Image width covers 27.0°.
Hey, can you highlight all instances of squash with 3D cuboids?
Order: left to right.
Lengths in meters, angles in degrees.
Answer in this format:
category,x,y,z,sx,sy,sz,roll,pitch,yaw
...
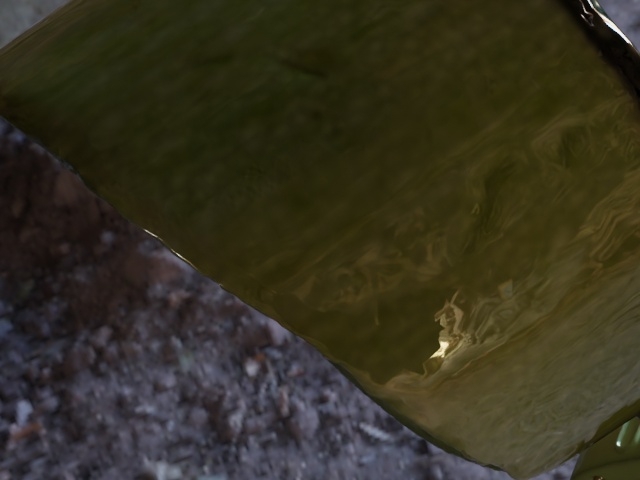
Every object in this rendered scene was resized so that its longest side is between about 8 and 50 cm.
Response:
category,x,y,z,sx,sy,sz,roll,pitch,yaw
squash,0.009,0.000,0.414,0.133,0.220,0.220,-42,39,-17

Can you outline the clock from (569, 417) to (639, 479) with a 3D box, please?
category,x,y,z,sx,sy,sz,roll,pitch,yaw
clock,0.239,0.156,0.622,0.170,0.232,0.069,-21,24,43
